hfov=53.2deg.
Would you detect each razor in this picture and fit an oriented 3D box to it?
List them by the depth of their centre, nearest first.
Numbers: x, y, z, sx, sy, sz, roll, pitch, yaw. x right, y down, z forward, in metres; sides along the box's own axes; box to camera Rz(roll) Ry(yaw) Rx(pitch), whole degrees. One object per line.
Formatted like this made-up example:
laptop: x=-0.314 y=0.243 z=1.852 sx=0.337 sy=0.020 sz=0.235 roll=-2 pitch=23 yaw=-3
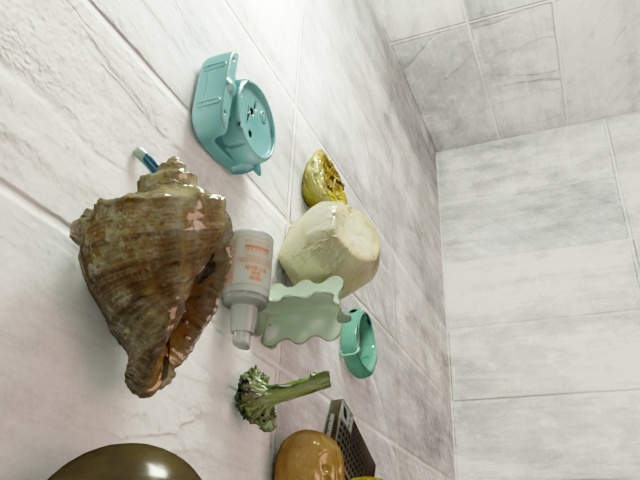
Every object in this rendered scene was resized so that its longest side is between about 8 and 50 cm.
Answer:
razor: x=-0.285 y=-0.091 z=1.176 sx=0.068 sy=0.037 sz=0.191 roll=-70 pitch=145 yaw=-50

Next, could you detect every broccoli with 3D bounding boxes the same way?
broccoli: x=-0.075 y=0.312 z=1.324 sx=0.122 sy=0.204 sz=0.118 roll=-87 pitch=162 yaw=-69

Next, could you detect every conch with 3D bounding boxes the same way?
conch: x=-0.257 y=0.045 z=0.988 sx=0.352 sy=0.210 sz=0.297 roll=-65 pitch=161 yaw=5

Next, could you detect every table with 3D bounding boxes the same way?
table: x=-0.040 y=0.164 z=1.475 sx=0.166 sy=0.198 sz=0.166 roll=-9 pitch=90 yaw=-69

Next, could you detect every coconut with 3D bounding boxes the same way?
coconut: x=0.014 y=0.033 z=1.646 sx=0.245 sy=0.247 sz=0.244 roll=24 pitch=48 yaw=-30

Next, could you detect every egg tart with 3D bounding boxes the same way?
egg tart: x=0.010 y=-0.153 z=1.899 sx=0.252 sy=0.098 sz=0.231 roll=-27 pitch=100 yaw=-72

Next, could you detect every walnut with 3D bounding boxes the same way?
walnut: x=-0.025 y=0.523 z=1.424 sx=0.165 sy=0.165 sz=0.197 roll=47 pitch=46 yaw=-56

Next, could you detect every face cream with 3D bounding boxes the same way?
face cream: x=-0.156 y=0.104 z=1.340 sx=0.101 sy=0.101 sz=0.251 roll=49 pitch=37 yaw=-54

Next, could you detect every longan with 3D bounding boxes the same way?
longan: x=-0.248 y=0.380 z=0.778 sx=0.258 sy=0.258 sz=0.258 roll=-9 pitch=90 yaw=-69

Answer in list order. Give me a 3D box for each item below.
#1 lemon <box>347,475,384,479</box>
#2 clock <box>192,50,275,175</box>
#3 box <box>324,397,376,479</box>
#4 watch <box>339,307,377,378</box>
lemon: x=0.113 y=0.711 z=1.570 sx=0.284 sy=0.261 sz=0.260 roll=-27 pitch=107 yaw=-61
clock: x=-0.180 y=-0.268 z=1.448 sx=0.274 sy=0.094 sz=0.223 roll=47 pitch=40 yaw=-54
box: x=0.085 y=0.625 z=1.817 sx=0.180 sy=0.047 sz=0.324 roll=-73 pitch=148 yaw=-50
watch: x=0.124 y=0.327 z=2.017 sx=0.237 sy=0.068 sz=0.195 roll=-53 pitch=129 yaw=-64
